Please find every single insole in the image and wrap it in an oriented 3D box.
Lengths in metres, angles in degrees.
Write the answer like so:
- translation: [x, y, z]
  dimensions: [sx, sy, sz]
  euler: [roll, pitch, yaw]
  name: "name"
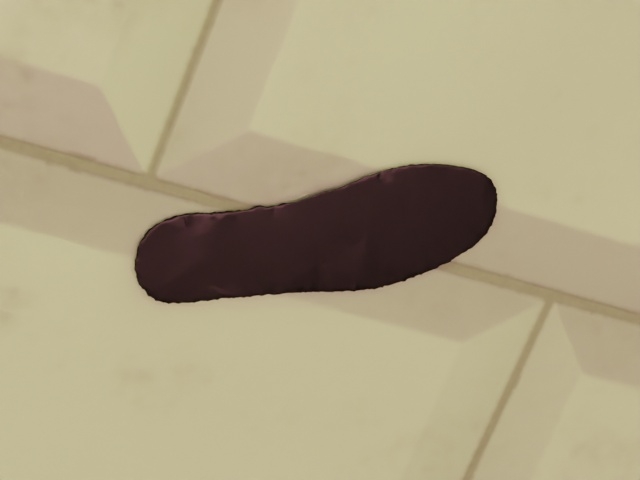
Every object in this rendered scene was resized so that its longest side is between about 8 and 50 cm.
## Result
- translation: [0.000, 0.000, 1.088]
  dimensions: [0.232, 0.003, 0.080]
  euler: [-10, 116, -13]
  name: "insole"
